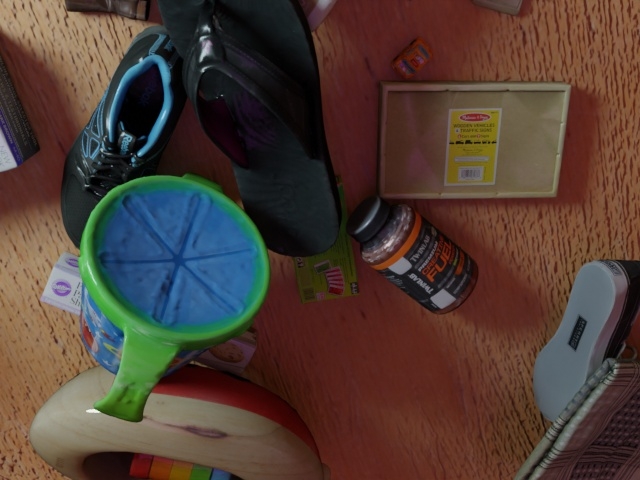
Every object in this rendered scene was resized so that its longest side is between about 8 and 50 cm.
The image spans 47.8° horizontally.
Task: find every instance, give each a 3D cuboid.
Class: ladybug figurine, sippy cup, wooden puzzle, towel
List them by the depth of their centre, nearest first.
[{"bbox_3d":[-0.212,0.071,0.948,0.240,0.305,0.224,50,139,8],"label":"sippy cup"},{"bbox_3d":[0.244,-0.346,0.969,0.116,0.014,0.079,19,114,-11],"label":"wooden puzzle"},{"bbox_3d":[-0.199,0.297,1.100,0.449,0.162,0.305,17,139,-12],"label":"ladybug figurine"},{"bbox_3d":[0.472,0.333,1.176,0.312,0.056,0.324,13,115,-37],"label":"towel"}]

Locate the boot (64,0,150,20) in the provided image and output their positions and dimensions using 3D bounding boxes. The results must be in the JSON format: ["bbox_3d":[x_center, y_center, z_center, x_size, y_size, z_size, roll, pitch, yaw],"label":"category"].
[{"bbox_3d":[-0.277,-0.341,0.929,0.114,0.037,0.106,9,109,-2],"label":"boot"}]

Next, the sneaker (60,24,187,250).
[{"bbox_3d":[-0.272,-0.121,0.962,0.125,0.140,0.341,21,111,-13],"label":"sneaker"}]

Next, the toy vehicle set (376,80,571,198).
[{"bbox_3d":[0.215,-0.143,1.037,0.266,0.035,0.166,0,112,-3],"label":"toy vehicle set"}]

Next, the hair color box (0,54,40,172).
[{"bbox_3d":[-0.576,-0.150,0.950,0.338,0.110,0.185,-15,111,1],"label":"hair color box"}]

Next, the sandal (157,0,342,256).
[{"bbox_3d":[-0.073,-0.148,0.884,0.167,0.107,0.446,-8,124,19],"label":"sandal"}]

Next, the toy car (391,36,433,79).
[{"bbox_3d":[0.111,-0.278,0.973,0.060,0.040,0.122,-25,112,7],"label":"toy car"}]

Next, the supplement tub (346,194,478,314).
[{"bbox_3d":[0.131,0.018,1.053,0.198,0.106,0.106,36,106,-23],"label":"supplement tub"}]

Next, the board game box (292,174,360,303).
[{"bbox_3d":[0.000,0.000,1.079,0.092,0.043,0.181,-10,113,0],"label":"board game box"}]

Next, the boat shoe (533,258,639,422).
[{"bbox_3d":[0.429,0.160,1.139,0.105,0.113,0.306,-4,119,-23],"label":"boat shoe"}]

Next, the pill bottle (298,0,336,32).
[{"bbox_3d":[-0.085,-0.379,0.860,0.264,0.153,0.153,29,108,-14],"label":"pill bottle"}]

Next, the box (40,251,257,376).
[{"bbox_3d":[-0.254,0.116,1.101,0.324,0.063,0.067,25,108,-13],"label":"box"}]
